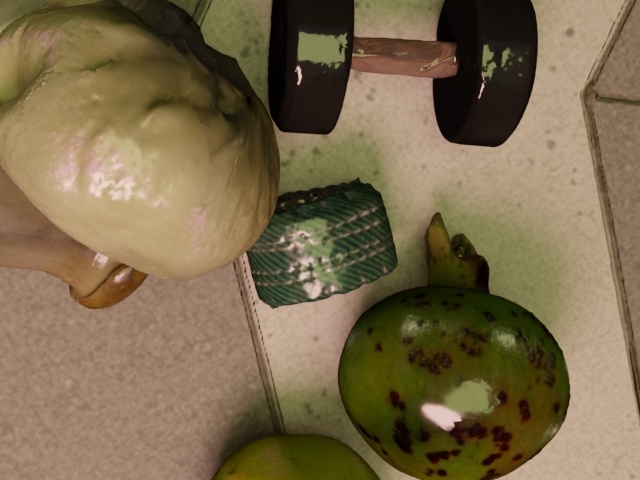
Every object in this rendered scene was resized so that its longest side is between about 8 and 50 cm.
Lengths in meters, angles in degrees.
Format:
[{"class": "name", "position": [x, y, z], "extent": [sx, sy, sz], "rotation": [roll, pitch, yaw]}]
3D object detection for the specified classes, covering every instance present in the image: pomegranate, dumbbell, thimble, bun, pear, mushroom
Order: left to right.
[{"class": "mushroom", "position": [-0.327, -0.055, 0.869], "extent": [0.407, 0.137, 0.154], "rotation": [29, 92, -24]}, {"class": "bun", "position": [-0.133, -0.093, 0.848], "extent": [0.273, 0.273, 0.168], "rotation": [44, 113, -13]}, {"class": "pear", "position": [-0.018, 0.265, 0.964], "extent": [0.187, 0.220, 0.187], "rotation": [-1, 94, -11]}, {"class": "thimble", "position": [-0.002, 0.001, 0.979], "extent": [0.135, 0.118, 0.090], "rotation": [-15, 101, -8]}, {"class": "dumbbell", "position": [0.067, -0.166, 0.953], "extent": [0.218, 0.152, 0.152], "rotation": [3, 97, -11]}, {"class": "pomegranate", "position": [0.123, 0.105, 0.983], "extent": [0.211, 0.211, 0.263], "rotation": [10, 76, -12]}]

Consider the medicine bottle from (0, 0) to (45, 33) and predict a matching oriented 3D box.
[{"class": "medicine bottle", "position": [-0.321, -0.159, 0.926], "extent": [0.231, 0.059, 0.059], "rotation": [-26, 102, -6]}]
